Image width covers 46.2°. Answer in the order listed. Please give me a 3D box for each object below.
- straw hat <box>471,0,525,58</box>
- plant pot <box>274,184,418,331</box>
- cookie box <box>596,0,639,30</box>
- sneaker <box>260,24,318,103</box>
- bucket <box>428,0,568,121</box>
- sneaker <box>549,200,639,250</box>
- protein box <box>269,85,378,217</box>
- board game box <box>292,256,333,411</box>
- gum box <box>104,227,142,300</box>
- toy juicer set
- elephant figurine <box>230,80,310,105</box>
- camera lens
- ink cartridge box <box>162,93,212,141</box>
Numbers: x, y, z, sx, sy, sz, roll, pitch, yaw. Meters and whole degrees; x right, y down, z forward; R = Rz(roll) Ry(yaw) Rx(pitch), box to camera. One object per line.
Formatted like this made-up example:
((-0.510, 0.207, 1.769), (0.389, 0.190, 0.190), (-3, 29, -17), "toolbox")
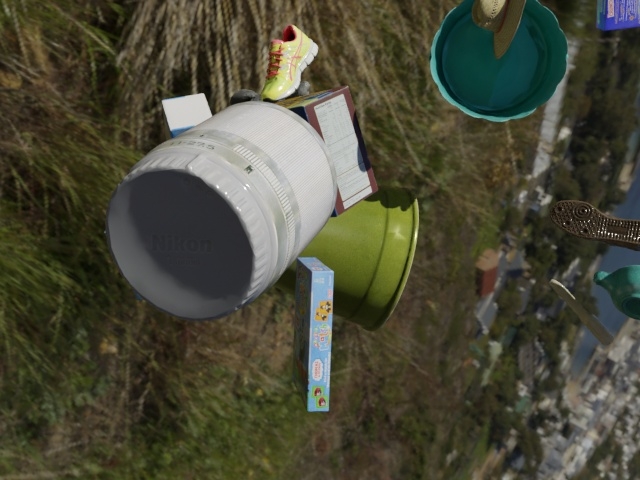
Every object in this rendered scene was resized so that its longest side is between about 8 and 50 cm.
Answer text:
((0.275, -0.367, 1.193), (0.144, 0.061, 0.144), (-166, -90, -86), "straw hat")
((0.000, 0.000, 1.814), (0.366, 0.353, 0.366), (-164, -90, -77), "plant pot")
((0.605, -0.468, 1.484), (0.107, 0.040, 0.091), (-7, 113, -6), "cookie box")
((-0.085, -0.375, 1.596), (0.094, 0.081, 0.208), (49, 50, -34), "sneaker")
((0.374, -0.391, 1.599), (0.183, 0.281, 0.281), (-54, 163, -74), "bucket")
((0.504, -0.017, 1.344), (0.066, 0.188, 0.071), (-65, 153, -9), "sneaker")
((-0.035, -0.153, 1.368), (0.136, 0.200, 0.201), (-33, 112, -45), "protein box")
((-0.013, 0.140, 1.179), (0.160, 0.039, 0.211), (-149, -119, -79), "board game box")
((-0.261, 0.019, 1.322), (0.041, 0.184, 0.157), (-91, 167, -55), "gum box")
((0.656, 0.135, 1.514), (0.089, 0.329, 0.209), (-54, 125, -38), "toy juicer set")
((-0.158, -0.307, 1.895), (0.186, 0.169, 0.239), (-38, 155, -40), "elephant figurine")
((-0.115, -0.047, 0.967), (0.274, 0.219, 0.219), (-50, 153, -58), "camera lens")
((-0.278, -0.224, 1.591), (0.092, 0.090, 0.143), (-13, 148, -16), "ink cartridge box")
